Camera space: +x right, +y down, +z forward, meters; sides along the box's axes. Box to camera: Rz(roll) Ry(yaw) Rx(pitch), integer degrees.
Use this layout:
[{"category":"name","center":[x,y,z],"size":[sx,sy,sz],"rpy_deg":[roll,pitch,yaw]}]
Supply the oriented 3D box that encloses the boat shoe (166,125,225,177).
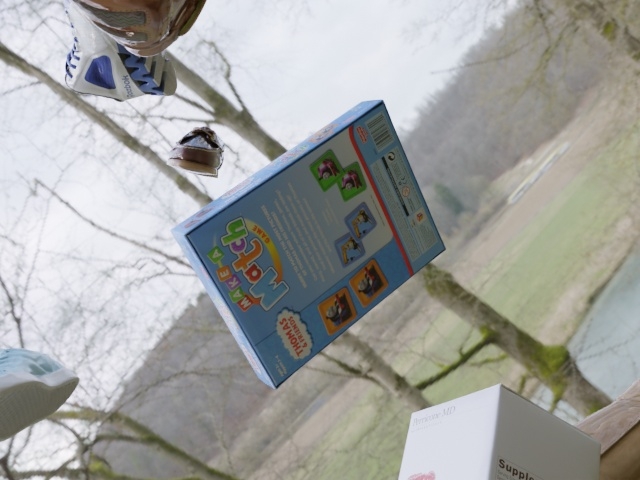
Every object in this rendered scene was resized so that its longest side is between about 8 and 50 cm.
[{"category":"boat shoe","center":[-0.178,-0.132,1.040],"size":[0.207,0.073,0.073],"rpy_deg":[-142,65,-82]}]

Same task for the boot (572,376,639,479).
[{"category":"boot","center":[0.454,0.322,1.002],"size":[0.269,0.236,0.089],"rpy_deg":[-35,-58,-8]}]

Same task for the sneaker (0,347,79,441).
[{"category":"sneaker","center":[-0.584,0.268,1.309],"size":[0.135,0.150,0.366],"rpy_deg":[-56,-5,-8]}]

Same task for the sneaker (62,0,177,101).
[{"category":"sneaker","center":[-0.431,-0.369,1.347],"size":[0.182,0.127,0.315],"rpy_deg":[-17,-44,17]}]

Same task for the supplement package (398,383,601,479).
[{"category":"supplement package","center":[0.196,0.351,0.836],"size":[0.177,0.175,0.293],"rpy_deg":[-38,27,49]}]

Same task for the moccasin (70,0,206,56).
[{"category":"moccasin","center":[-0.095,-0.333,0.572],"size":[0.147,0.139,0.380],"rpy_deg":[71,-151,-81]}]

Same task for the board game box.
[{"category":"board game box","center":[0.000,0.000,0.615],"size":[0.211,0.160,0.039],"rpy_deg":[-37,26,-23]}]
